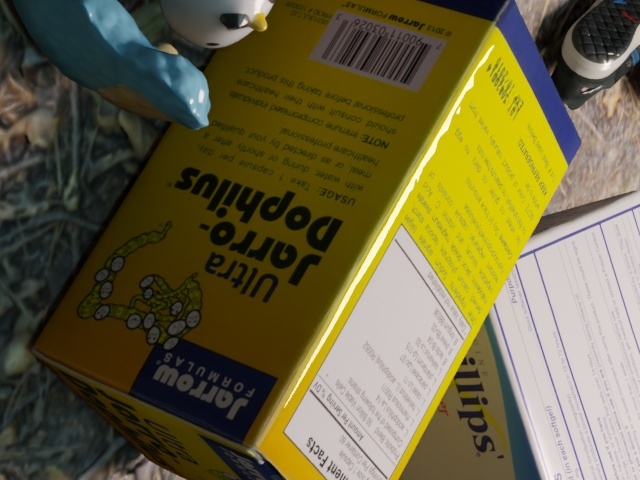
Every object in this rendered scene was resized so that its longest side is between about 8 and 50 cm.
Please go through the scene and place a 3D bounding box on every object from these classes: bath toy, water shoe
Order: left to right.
[{"bbox_3d":[-0.043,-0.242,1.207,0.348,0.129,0.151,-62,147,-14],"label":"bath toy"},{"bbox_3d":[0.269,-0.189,1.791,0.203,0.073,0.080,-34,162,-45],"label":"water shoe"}]

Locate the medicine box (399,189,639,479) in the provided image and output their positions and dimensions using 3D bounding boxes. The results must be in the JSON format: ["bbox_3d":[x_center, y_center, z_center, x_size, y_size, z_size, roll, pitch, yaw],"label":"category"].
[{"bbox_3d":[0.190,0.123,1.653,0.289,0.149,0.263,-20,93,-50],"label":"medicine box"}]

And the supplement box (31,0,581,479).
[{"bbox_3d":[0.000,0.000,1.348,0.356,0.195,0.194,-60,147,-17],"label":"supplement box"}]
